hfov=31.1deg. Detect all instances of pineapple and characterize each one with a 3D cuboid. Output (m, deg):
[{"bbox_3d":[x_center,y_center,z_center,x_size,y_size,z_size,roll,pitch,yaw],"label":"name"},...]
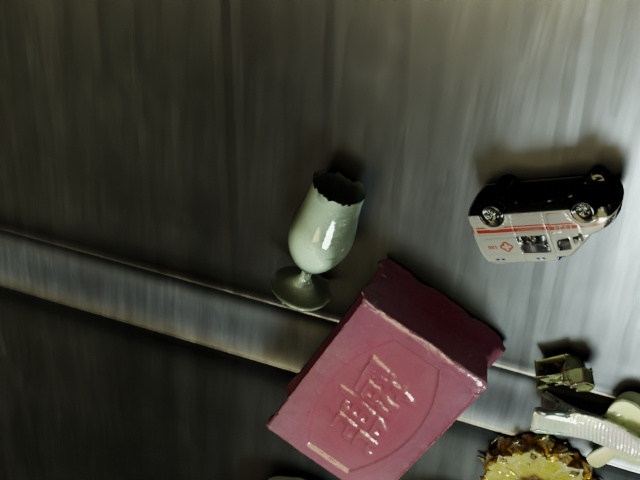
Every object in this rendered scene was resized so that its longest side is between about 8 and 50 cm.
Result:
[{"bbox_3d":[0.345,0.394,1.851,0.221,0.047,0.221,14,130,17],"label":"pineapple"}]

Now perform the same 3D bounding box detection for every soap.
[{"bbox_3d":[0.095,0.225,1.804,0.233,0.128,0.359,35,130,1],"label":"soap"}]

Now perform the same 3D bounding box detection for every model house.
[{"bbox_3d":[0.363,0.197,1.692,0.083,0.057,0.058,-18,152,33],"label":"model house"}]

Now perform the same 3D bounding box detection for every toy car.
[{"bbox_3d":[0.307,-0.027,1.537,0.209,0.089,0.108,-4,122,31],"label":"toy car"}]

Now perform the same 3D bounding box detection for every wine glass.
[{"bbox_3d":[0.000,0.000,1.707,0.103,0.103,0.222,28,131,7],"label":"wine glass"}]

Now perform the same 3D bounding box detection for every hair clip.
[{"bbox_3d":[0.427,0.290,1.718,0.218,0.071,0.159,14,131,25],"label":"hair clip"}]

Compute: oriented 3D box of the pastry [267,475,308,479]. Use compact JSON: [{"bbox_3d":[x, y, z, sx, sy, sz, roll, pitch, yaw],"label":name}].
[{"bbox_3d":[-0.036,0.549,2.099,0.264,0.133,0.265,14,128,19],"label":"pastry"}]
